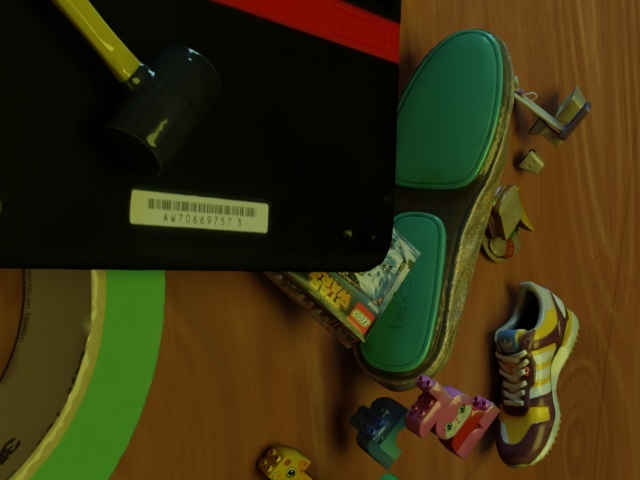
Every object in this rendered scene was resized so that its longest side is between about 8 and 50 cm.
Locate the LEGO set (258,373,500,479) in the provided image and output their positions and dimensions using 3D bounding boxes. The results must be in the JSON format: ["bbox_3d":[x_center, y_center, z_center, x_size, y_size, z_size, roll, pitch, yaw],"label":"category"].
[{"bbox_3d":[0.016,0.177,0.666,0.227,0.087,0.093,-51,120,-11],"label":"LEGO set"}]

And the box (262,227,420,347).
[{"bbox_3d":[0.000,0.000,0.657,0.137,0.027,0.094,43,57,-11],"label":"box"}]

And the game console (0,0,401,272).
[{"bbox_3d":[-0.077,-0.154,0.501,0.386,0.060,0.342,3,90,-51],"label":"game console"}]

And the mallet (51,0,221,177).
[{"bbox_3d":[-0.109,-0.117,0.391,0.062,0.039,0.190,-54,127,-35],"label":"mallet"}]

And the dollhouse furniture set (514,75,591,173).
[{"bbox_3d":[0.232,-0.140,0.960,0.081,0.091,0.114,38,27,3],"label":"dollhouse furniture set"}]

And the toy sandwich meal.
[{"bbox_3d":[0.188,-0.019,0.897,0.085,0.029,0.086,-1,92,-47],"label":"toy sandwich meal"}]

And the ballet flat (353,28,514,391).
[{"bbox_3d":[0.098,-0.024,0.766,0.106,0.107,0.316,40,66,-63],"label":"ballet flat"}]

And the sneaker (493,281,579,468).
[{"bbox_3d":[0.201,0.132,0.896,0.084,0.069,0.185,38,57,-31],"label":"sneaker"}]

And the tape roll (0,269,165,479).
[{"bbox_3d":[-0.222,0.028,0.418,0.321,0.077,0.321,0,91,-48],"label":"tape roll"}]
